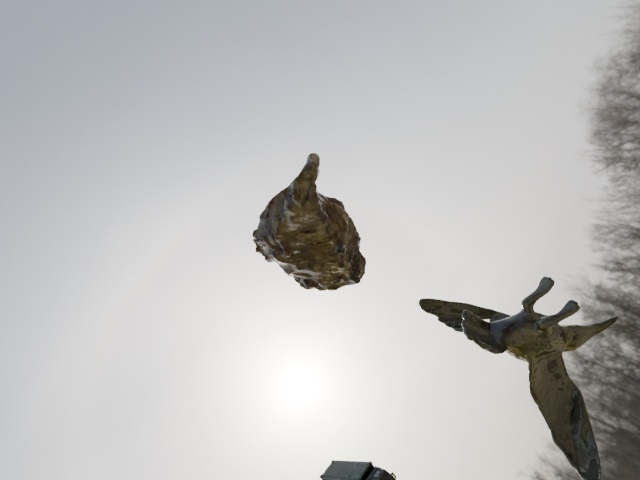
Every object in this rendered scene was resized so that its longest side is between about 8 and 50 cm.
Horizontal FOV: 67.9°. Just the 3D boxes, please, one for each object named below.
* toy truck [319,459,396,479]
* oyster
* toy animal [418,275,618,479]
[{"bbox_3d":[0.132,0.785,1.530,0.088,0.259,0.121,-36,-81,-45],"label":"toy truck"},{"bbox_3d":[-0.027,0.005,0.948,0.204,0.111,0.396,-28,-41,3],"label":"oyster"},{"bbox_3d":[0.203,0.083,0.419,0.155,0.219,0.095,-24,-49,-3],"label":"toy animal"}]
